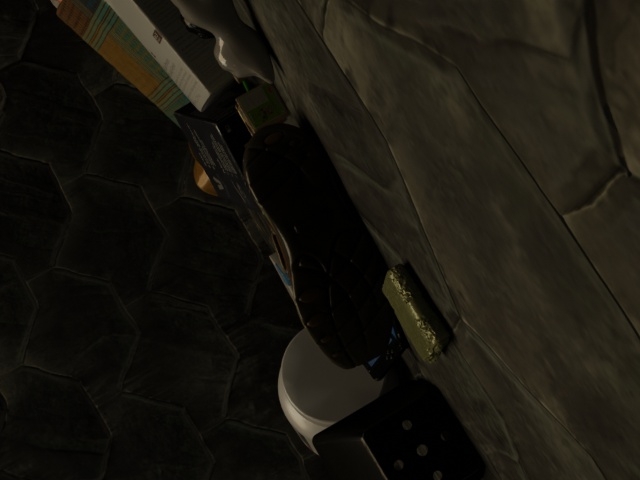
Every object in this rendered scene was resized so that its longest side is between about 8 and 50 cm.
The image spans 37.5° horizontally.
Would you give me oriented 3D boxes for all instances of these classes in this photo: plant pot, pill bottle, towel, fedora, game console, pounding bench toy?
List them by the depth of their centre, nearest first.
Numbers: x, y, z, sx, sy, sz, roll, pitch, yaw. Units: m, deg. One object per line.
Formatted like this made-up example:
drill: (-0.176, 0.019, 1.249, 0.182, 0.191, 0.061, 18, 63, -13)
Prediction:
towel: (0.106, 0.083, 1.062, 0.110, 0.027, 0.148, 59, 175, 14)
pounding bench toy: (-0.085, -0.184, 1.237, 0.083, 0.052, 0.065, 60, 174, -3)
plant pot: (0.122, 0.309, 1.353, 0.187, 0.188, 0.167, 59, 163, 11)
game console: (0.070, 0.124, 1.377, 0.071, 0.107, 0.122, 30, -167, -33)
towel: (-0.267, -0.283, 1.551, 0.370, 0.040, 0.271, 42, 164, -17)
pill bottle: (0.037, 0.268, 1.665, 0.210, 0.210, 0.363, 58, 173, 19)
fedora: (-0.186, -0.137, 1.796, 0.194, 0.079, 0.194, 31, -152, -19)

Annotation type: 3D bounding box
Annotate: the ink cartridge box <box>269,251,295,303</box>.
ink cartridge box: (-0.017, 0.079, 1.769, 0.143, 0.090, 0.092, 64, 173, -28)

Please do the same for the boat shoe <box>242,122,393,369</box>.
boat shoe: (0.000, 0.000, 1.191, 0.120, 0.123, 0.324, -123, 12, -77)

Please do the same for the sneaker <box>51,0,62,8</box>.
sneaker: (-0.311, -0.432, 1.670, 0.321, 0.180, 0.124, 28, 120, 21)

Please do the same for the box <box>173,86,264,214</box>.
box: (-0.118, -0.138, 1.395, 0.158, 0.093, 0.156, 22, 144, 55)

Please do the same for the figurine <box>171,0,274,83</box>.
figurine: (-0.139, -0.288, 1.101, 0.209, 0.092, 0.215, 55, 178, -42)

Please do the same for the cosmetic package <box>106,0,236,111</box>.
cosmetic package: (-0.203, -0.297, 1.287, 0.231, 0.085, 0.117, 48, 165, -5)
